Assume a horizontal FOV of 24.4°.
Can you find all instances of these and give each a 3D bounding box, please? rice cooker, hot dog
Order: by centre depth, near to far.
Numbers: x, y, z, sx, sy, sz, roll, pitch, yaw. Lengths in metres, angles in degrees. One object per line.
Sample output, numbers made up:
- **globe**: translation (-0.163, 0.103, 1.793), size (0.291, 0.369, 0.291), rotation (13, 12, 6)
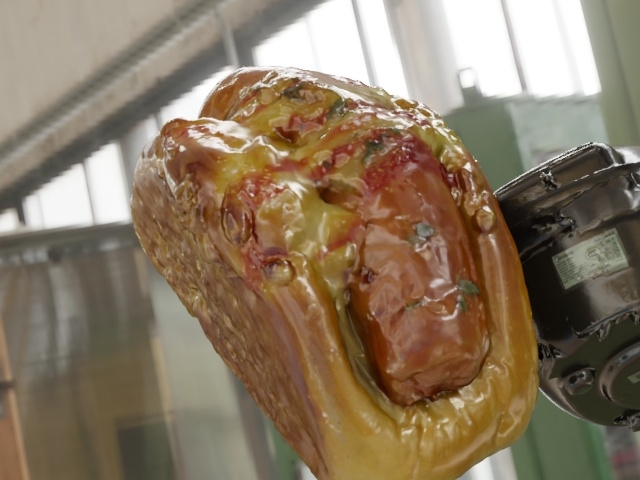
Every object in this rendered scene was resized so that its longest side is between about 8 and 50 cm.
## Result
- **hot dog**: translation (0.000, 0.000, 0.742), size (0.150, 0.257, 0.153), rotation (-22, -42, -23)
- **rice cooker**: translation (0.165, 0.027, 0.825), size (0.142, 0.118, 0.203), rotation (-29, -35, 17)
